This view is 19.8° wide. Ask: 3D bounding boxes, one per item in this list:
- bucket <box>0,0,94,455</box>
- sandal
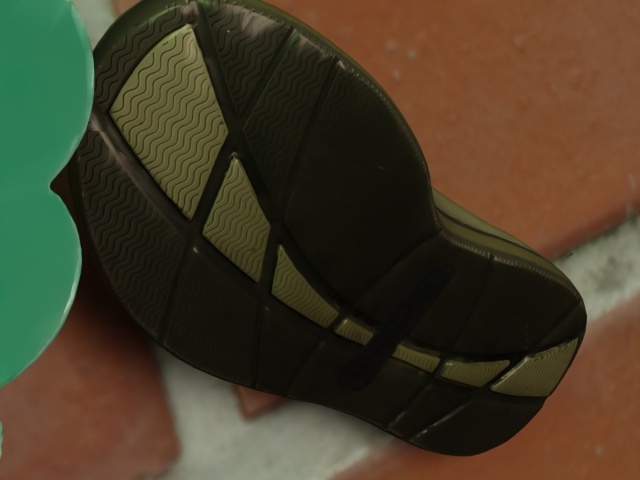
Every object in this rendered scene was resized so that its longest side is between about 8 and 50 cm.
[{"bbox_3d":[-0.212,-0.030,0.454,0.281,0.183,0.281,6,81,-42],"label":"bucket"},{"bbox_3d":[0.000,0.002,0.712,0.120,0.086,0.303,-46,140,4],"label":"sandal"}]
